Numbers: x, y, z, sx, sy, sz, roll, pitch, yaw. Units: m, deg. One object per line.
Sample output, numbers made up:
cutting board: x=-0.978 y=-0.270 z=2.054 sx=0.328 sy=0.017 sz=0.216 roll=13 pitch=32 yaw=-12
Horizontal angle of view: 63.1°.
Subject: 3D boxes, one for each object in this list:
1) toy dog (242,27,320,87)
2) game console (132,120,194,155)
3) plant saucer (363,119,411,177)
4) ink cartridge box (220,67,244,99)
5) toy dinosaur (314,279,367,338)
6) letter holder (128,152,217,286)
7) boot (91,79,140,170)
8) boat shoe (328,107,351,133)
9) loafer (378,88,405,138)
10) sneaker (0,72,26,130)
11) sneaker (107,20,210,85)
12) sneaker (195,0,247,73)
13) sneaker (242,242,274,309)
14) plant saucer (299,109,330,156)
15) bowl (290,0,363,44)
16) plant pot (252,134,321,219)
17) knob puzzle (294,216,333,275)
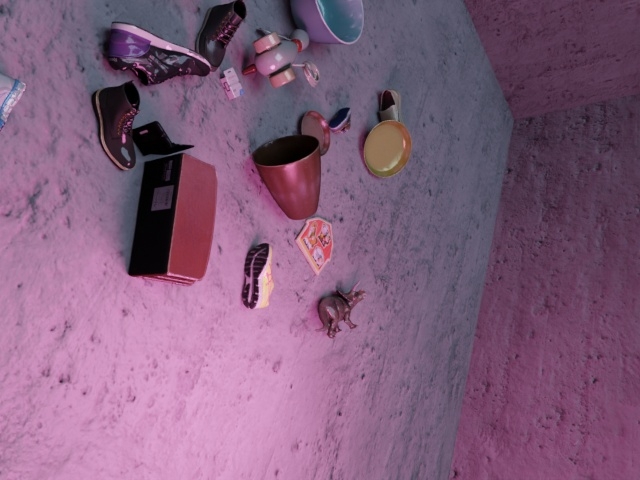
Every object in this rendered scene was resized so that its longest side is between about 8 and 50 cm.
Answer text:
toy dog: x=-0.146 y=-0.597 z=1.703 sx=0.333 sy=0.160 sz=0.220 roll=-30 pitch=107 yaw=-65
game console: x=-0.402 y=-0.257 z=1.321 sx=0.071 sy=0.122 sz=0.107 roll=-54 pitch=126 yaw=-41
plant saucer: x=0.278 y=-0.388 z=2.203 sx=0.240 sy=0.037 sz=0.241 roll=-10 pitch=113 yaw=-25
ink cartridge box: x=-0.272 y=-0.478 z=1.588 sx=0.048 sy=0.028 sz=0.083 roll=-45 pitch=121 yaw=-45
toy dinosaur: x=0.044 y=0.259 z=1.866 sx=0.313 sy=0.121 sz=0.160 roll=-15 pitch=85 yaw=-47
letter holder: x=-0.342 y=-0.041 z=1.353 sx=0.214 sy=0.152 sz=0.302 roll=20 pitch=70 yaw=-51
boot: x=-0.462 y=-0.270 z=1.234 sx=0.077 sy=0.137 sz=0.198 roll=-36 pitch=115 yaw=-47
boat shoe: x=0.086 y=-0.449 z=2.003 sx=0.183 sy=0.066 sz=0.066 roll=-59 pitch=139 yaw=-48
loafer: x=0.303 y=-0.543 z=2.284 sx=0.092 sy=0.101 sz=0.269 roll=12 pitch=69 yaw=-49
sneaker: x=-0.668 y=-0.260 z=1.037 sx=0.083 sy=0.071 sz=0.191 roll=32 pitch=53 yaw=-38
sneaker: x=-0.421 y=-0.456 z=1.361 sx=0.283 sy=0.107 sz=0.124 roll=7 pitch=95 yaw=-48
sneaker: x=-0.287 y=-0.600 z=1.511 sx=0.083 sy=0.118 sz=0.222 roll=23 pitch=68 yaw=-49
sneaker: x=-0.181 y=0.112 z=1.608 sx=0.094 sy=0.081 sz=0.209 roll=25 pitch=73 yaw=-56
plant saucer: x=-0.024 y=-0.387 z=1.897 sx=0.168 sy=0.029 sz=0.169 roll=7 pitch=82 yaw=-51
bowl: x=0.007 y=-0.845 z=1.880 sx=0.311 sy=0.163 sz=0.312 roll=7 pitch=81 yaw=-51
plant pot: x=-0.085 y=-0.189 z=1.677 sx=0.215 sy=0.215 sz=0.231 roll=-50 pitch=137 yaw=-42
knob puzzle: x=0.000 y=0.000 z=1.882 sx=0.213 sy=0.030 sz=0.213 roll=9 pitch=79 yaw=-51
